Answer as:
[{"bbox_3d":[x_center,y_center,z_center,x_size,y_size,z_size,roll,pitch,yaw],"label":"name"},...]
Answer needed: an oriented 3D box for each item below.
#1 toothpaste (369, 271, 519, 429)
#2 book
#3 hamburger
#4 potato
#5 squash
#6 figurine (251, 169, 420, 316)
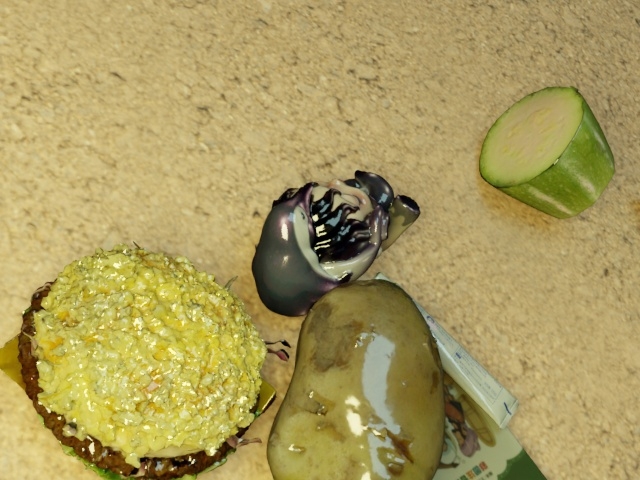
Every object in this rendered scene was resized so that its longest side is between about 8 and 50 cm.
[{"bbox_3d":[0.134,0.119,1.348,0.218,0.033,0.052,44,43,1],"label":"toothpaste"},{"bbox_3d":[0.140,0.241,1.290,0.202,0.027,0.264,-22,70,-46],"label":"book"},{"bbox_3d":[-0.148,0.106,1.108,0.243,0.139,0.261,45,43,4],"label":"hamburger"},{"bbox_3d":[0.042,0.163,1.166,0.165,0.165,0.262,24,66,-18],"label":"potato"},{"bbox_3d":[0.310,-0.112,1.622,0.122,0.170,0.170,36,41,-24],"label":"squash"},{"bbox_3d":[0.000,0.000,1.331,0.145,0.145,0.222,51,32,11],"label":"figurine"}]
